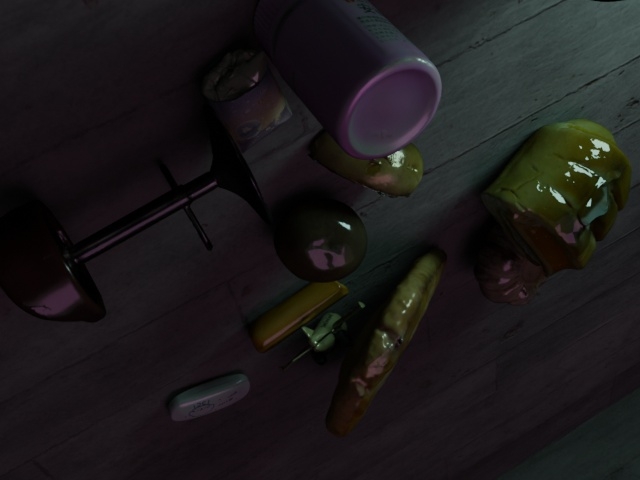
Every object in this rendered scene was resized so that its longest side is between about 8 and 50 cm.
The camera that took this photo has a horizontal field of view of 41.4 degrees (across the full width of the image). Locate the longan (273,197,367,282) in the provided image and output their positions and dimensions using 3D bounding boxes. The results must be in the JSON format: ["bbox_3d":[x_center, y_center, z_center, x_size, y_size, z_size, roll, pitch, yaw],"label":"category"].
[{"bbox_3d":[0.000,0.000,1.661,0.187,0.167,0.167,5,127,-42],"label":"longan"}]

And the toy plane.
[{"bbox_3d":[0.018,0.212,1.899,0.242,0.104,0.256,-41,166,16],"label":"toy plane"}]

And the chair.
[{"bbox_3d":[-0.300,-0.026,1.338,0.401,0.226,0.226,-30,143,-9],"label":"chair"}]

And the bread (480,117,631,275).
[{"bbox_3d":[0.568,-0.109,1.903,0.341,0.210,0.300,-46,121,-13],"label":"bread"}]

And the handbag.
[{"bbox_3d":[-0.123,-0.234,1.368,0.117,0.095,0.173,-38,152,-6],"label":"handbag"}]

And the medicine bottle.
[{"bbox_3d":[0.034,-0.272,1.276,0.178,0.290,0.178,-22,141,-19],"label":"medicine bottle"}]

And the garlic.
[{"bbox_3d":[0.475,0.043,2.106,0.245,0.160,0.244,-14,117,-29],"label":"garlic"}]

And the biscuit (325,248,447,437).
[{"bbox_3d":[0.130,0.243,1.897,0.429,0.104,0.446,-62,170,20],"label":"biscuit"}]

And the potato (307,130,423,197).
[{"bbox_3d":[0.112,-0.153,1.603,0.243,0.138,0.098,3,124,-44],"label":"potato"}]

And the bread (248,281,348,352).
[{"bbox_3d":[-0.052,0.155,1.855,0.239,0.074,0.092,-35,168,-4],"label":"bread"}]

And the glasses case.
[{"bbox_3d":[-0.253,0.358,1.936,0.197,0.049,0.076,-16,139,-26],"label":"glasses case"}]
